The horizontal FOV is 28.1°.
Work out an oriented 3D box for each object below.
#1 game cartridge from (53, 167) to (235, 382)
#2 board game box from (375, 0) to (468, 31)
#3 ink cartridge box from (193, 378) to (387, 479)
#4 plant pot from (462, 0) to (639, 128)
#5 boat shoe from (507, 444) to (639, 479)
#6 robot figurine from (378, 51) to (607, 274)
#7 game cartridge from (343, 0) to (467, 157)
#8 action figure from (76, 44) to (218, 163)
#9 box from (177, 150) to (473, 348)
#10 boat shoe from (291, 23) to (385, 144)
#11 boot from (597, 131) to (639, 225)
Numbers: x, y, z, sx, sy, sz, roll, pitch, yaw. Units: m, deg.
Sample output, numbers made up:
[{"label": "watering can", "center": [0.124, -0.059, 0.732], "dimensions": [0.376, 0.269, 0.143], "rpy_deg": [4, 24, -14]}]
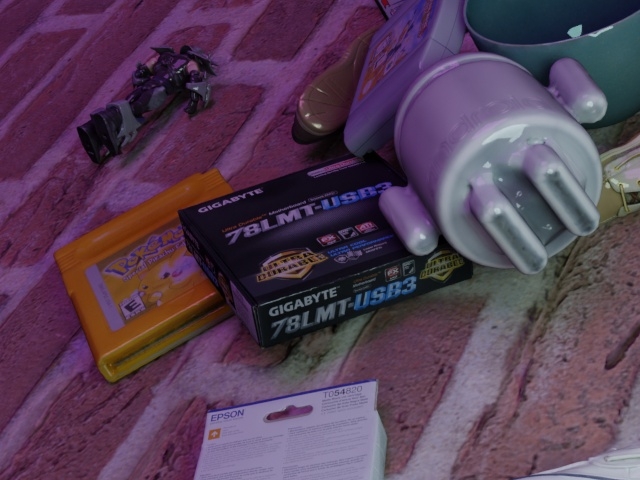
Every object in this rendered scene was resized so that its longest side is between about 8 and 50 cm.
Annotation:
[{"label": "game cartridge", "center": [-0.223, 0.034, 1.824], "dimensions": [0.285, 0.053, 0.324], "rpy_deg": [-30, 36, -6]}, {"label": "board game box", "center": [0.200, -0.436, 2.174], "dimensions": [0.213, 0.046, 0.317], "rpy_deg": [-25, 35, 3]}, {"label": "ink cartridge box", "center": [-0.037, 0.263, 1.415], "dimensions": [0.223, 0.045, 0.224], "rpy_deg": [-13, 36, 17]}, {"label": "plant pot", "center": [0.359, -0.267, 1.723], "dimensions": [0.290, 0.195, 0.290], "rpy_deg": [-17, 36, 13]}, {"label": "boat shoe", "center": [0.293, 0.235, 1.205], "dimensions": [0.267, 0.096, 0.088], "rpy_deg": [-9, 32, 19]}, {"label": "robot figurine", "center": [0.205, -0.102, 1.524], "dimensions": [0.300, 0.200, 0.353], "rpy_deg": [-35, 30, 6]}, {"label": "game cartridge", "center": [0.128, -0.265, 1.797], "dimensions": [0.198, 0.062, 0.297], "rpy_deg": [-47, 18, 40]}, {"label": "action figure", "center": [-0.289, -0.250, 2.201], "dimensions": [0.185, 0.099, 0.285], "rpy_deg": [7, 42, 48]}, {"label": "box", "center": [0.000, 0.000, 1.654], "dimensions": [0.295, 0.073, 0.293], "rpy_deg": [-18, 33, -16]}, {"label": "boat shoe", "center": [0.054, -0.240, 1.968], "dimensions": [0.285, 0.103, 0.092], "rpy_deg": [-43, 3, -34]}, {"label": "boot", "center": [0.404, -0.054, 1.528], "dimensions": [0.213, 0.077, 0.165], "rpy_deg": [-34, 38, -12]}]
